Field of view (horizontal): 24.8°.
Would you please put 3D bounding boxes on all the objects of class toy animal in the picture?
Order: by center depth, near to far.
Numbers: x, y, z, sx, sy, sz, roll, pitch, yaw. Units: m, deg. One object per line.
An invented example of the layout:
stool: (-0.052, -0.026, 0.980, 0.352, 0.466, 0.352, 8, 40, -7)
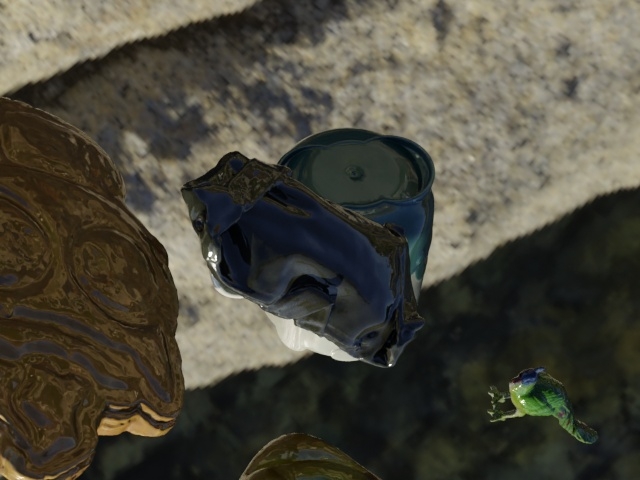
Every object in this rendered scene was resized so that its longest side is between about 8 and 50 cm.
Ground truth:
toy animal: (0.203, 0.159, 1.378, 0.075, 0.041, 0.217, -10, 152, 20)

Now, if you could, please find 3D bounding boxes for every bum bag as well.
bum bag: (-0.013, 0.012, 1.411, 0.326, 0.079, 0.142, 31, 67, -39)

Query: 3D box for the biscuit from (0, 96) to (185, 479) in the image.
biscuit: (-0.224, 0.029, 1.142, 0.269, 0.376, 0.051, 20, 132, -33)

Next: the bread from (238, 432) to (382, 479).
bread: (0.006, 0.303, 1.226, 0.156, 0.261, 0.158, -38, 177, -44)

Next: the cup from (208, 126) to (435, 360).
cup: (0.000, 0.000, 1.839, 0.289, 0.219, 0.258, -7, 143, -11)
